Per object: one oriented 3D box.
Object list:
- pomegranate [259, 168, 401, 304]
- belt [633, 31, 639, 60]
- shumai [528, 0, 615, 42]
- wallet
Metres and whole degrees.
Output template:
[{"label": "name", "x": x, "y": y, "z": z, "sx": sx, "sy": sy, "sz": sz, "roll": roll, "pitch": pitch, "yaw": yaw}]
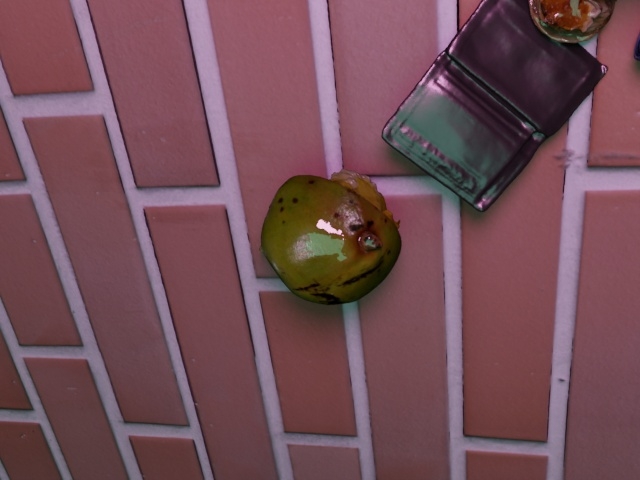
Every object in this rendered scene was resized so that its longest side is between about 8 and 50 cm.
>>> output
[{"label": "pomegranate", "x": 0.000, "y": 0.000, "z": 1.333, "sx": 0.260, "sy": 0.260, "sz": 0.340, "roll": 46, "pitch": 149, "yaw": -15}, {"label": "belt", "x": 0.549, "y": -0.341, "z": 1.048, "sx": 0.082, "sy": 0.141, "sz": 0.190, "roll": 23, "pitch": 123, "yaw": 2}, {"label": "shumai", "x": 0.393, "y": -0.368, "z": 1.080, "sx": 0.145, "sy": 0.116, "sz": 0.145, "roll": 3, "pitch": 111, "yaw": 9}, {"label": "wallet", "x": 0.290, "y": -0.232, "z": 1.183, "sx": 0.247, "sy": 0.041, "sz": 0.323, "roll": 36, "pitch": 102, "yaw": -11}]
